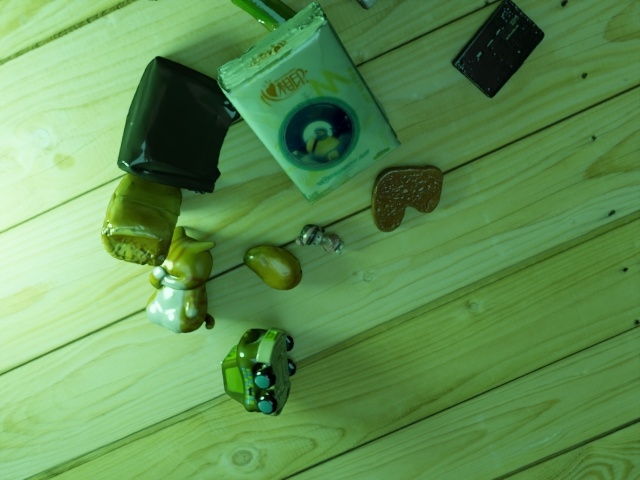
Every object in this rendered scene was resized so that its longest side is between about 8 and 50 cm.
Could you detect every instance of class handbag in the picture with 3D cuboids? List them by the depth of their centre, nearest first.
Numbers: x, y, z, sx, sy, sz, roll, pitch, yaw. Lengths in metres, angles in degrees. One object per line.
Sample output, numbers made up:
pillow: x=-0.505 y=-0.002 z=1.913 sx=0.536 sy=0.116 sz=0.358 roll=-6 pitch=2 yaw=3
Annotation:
handbag: x=-0.335 y=-0.269 z=1.619 sx=0.257 sy=0.113 sz=0.286 roll=17 pitch=89 yaw=-23

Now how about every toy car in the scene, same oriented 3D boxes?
toy car: x=-0.190 y=0.365 z=1.893 sx=0.198 sy=0.204 sz=0.248 roll=5 pitch=116 yaw=15

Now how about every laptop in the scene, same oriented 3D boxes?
laptop: x=0.452 y=-0.482 z=1.694 sx=0.154 sy=0.026 sz=0.207 roll=36 pitch=103 yaw=-18

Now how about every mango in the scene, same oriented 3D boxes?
mango: x=-0.122 y=0.068 z=1.818 sx=0.115 sy=0.089 sz=0.165 roll=-39 pitch=109 yaw=19

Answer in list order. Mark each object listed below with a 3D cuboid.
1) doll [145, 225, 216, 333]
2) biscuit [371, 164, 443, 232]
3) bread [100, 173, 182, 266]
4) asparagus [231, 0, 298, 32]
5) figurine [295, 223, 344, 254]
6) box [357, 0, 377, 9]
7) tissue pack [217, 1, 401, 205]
doll: x=-0.366 y=0.119 z=1.769 sx=0.166 sy=0.162 sz=0.270 roll=19 pitch=118 yaw=18
biscuit: x=0.232 y=-0.113 z=1.813 sx=0.192 sy=0.036 sz=0.186 roll=-3 pitch=115 yaw=-6
bread: x=-0.427 y=-0.060 z=1.613 sx=0.166 sy=0.294 sz=0.132 roll=18 pitch=114 yaw=-14
asparagus: x=-0.146 y=-0.556 z=1.559 sx=0.343 sy=0.082 sz=0.085 roll=32 pitch=109 yaw=-17
figurine: x=0.000 y=0.000 z=1.826 sx=0.129 sy=0.054 sz=0.072 roll=20 pitch=123 yaw=-22
box: x=0.179 y=-0.723 z=1.515 sx=0.369 sy=0.112 sz=0.190 roll=-43 pitch=112 yaw=11
tissue pack: x=-0.017 y=-0.312 z=1.588 sx=0.287 sy=0.162 sz=0.388 roll=-33 pitch=129 yaw=8
